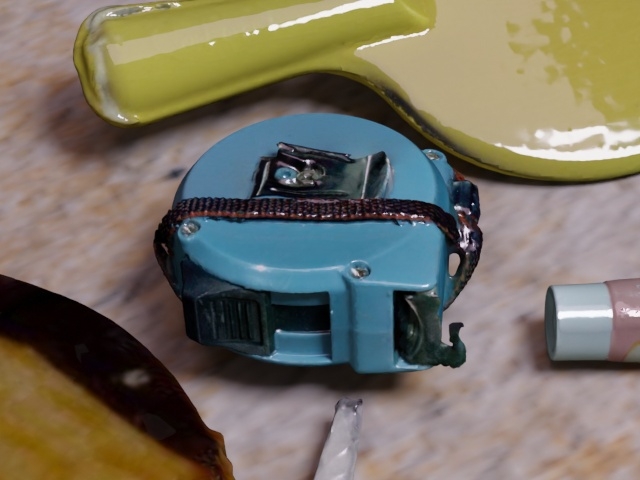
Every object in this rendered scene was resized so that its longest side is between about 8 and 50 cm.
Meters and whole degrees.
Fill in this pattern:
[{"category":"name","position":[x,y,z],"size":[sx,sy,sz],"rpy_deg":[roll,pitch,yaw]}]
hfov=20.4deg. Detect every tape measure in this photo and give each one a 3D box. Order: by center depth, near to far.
[{"category":"tape measure","position":[0.000,0.000,0.799],"size":[0.146,0.081,0.125],"rpy_deg":[2,40,6]}]

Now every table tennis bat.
[{"category":"table tennis bat","position":[0.060,-0.118,0.885],"size":[0.369,0.054,0.224],"rpy_deg":[-15,72,-9]}]

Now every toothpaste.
[{"category":"toothpaste","position":[0.204,0.033,0.786],"size":[0.205,0.036,0.056],"rpy_deg":[-1,51,-2]}]

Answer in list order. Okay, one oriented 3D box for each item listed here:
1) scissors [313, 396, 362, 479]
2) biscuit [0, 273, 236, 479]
[{"category":"scissors","position":[-0.011,0.153,0.710],"size":[0.110,0.021,0.212],"rpy_deg":[6,51,14]},{"category":"biscuit","position":[-0.187,0.142,0.713],"size":[0.318,0.040,0.318],"rpy_deg":[-5,49,5]}]
